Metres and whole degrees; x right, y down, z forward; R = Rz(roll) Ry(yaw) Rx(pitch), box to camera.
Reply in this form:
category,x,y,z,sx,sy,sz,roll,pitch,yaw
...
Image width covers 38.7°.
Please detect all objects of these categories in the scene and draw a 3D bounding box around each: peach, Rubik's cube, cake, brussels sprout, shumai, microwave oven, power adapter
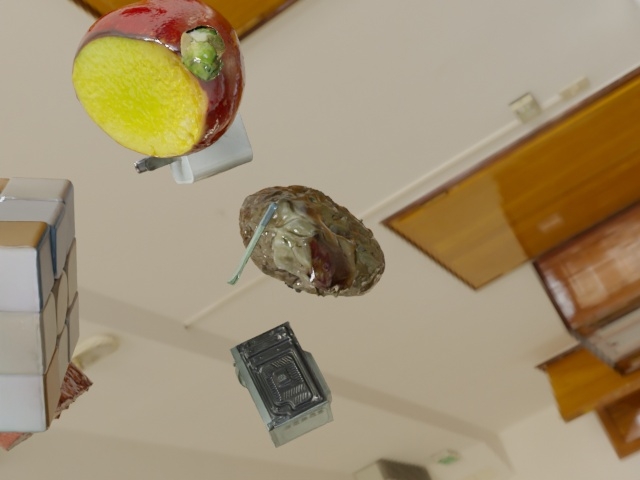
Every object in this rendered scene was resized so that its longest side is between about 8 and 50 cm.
category,x,y,z,sx,sy,sz,roll,pitch,yaw
peach,-0.232,-0.264,1.412,0.248,0.275,0.245,43,-116,-45
Rubik's cube,-0.613,0.097,1.560,0.344,0.347,0.346,-101,15,-66
cake,-0.586,0.317,1.823,0.151,0.177,0.283,43,-176,-1
brussels sprout,-0.131,-0.208,1.005,0.051,0.046,0.083,11,-154,-10
shumai,0.001,-0.001,1.878,0.346,0.217,0.283,32,170,-10
microwave oven,-0.080,0.300,1.914,0.208,0.162,0.122,60,170,29
power adapter,-0.255,-0.175,1.750,0.130,0.205,0.125,7,118,64

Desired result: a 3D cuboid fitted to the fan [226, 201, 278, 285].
category,x,y,z,sx,sy,sz,roll,pitch,yaw
fan,-0.120,0.003,1.663,0.016,0.038,0.193,36,-123,-15
